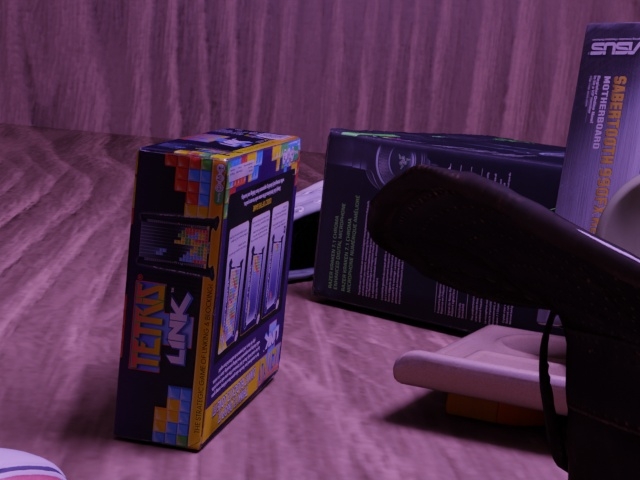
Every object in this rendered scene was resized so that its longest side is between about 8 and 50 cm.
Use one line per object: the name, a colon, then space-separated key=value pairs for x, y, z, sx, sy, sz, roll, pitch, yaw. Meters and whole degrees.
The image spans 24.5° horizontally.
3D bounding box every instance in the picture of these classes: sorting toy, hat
sorting toy: x=0.161 y=0.086 z=0.836 sx=0.193 sy=0.038 sz=0.208 roll=9 pitch=4 yaw=22
hat: x=0.142 y=0.090 z=0.436 sx=0.331 sy=0.134 sz=0.331 roll=19 pitch=-2 yaw=1

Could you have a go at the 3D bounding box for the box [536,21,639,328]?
box: x=0.232 y=-0.019 z=0.924 sx=0.056 sy=0.183 sz=0.231 roll=6 pitch=-7 yaw=42

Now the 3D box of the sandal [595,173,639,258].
sandal: x=0.265 y=0.042 z=0.718 sx=0.302 sy=0.120 sz=0.086 roll=21 pitch=-9 yaw=29

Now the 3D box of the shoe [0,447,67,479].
shoe: x=-0.093 y=0.109 z=0.392 sx=0.081 sy=0.063 sz=0.178 roll=10 pitch=14 yaw=20

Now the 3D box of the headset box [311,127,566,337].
headset box: x=0.165 y=-0.005 z=1.122 sx=0.283 sy=0.131 sz=0.246 roll=11 pitch=9 yaw=38

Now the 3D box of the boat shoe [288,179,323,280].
boat shoe: x=0.000 y=-0.001 z=1.212 sx=0.081 sy=0.079 sz=0.227 roll=24 pitch=23 yaw=39

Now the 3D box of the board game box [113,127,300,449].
board game box: x=-0.055 y=0.017 z=0.767 sx=0.048 sy=0.141 sz=0.170 roll=9 pitch=8 yaw=10
